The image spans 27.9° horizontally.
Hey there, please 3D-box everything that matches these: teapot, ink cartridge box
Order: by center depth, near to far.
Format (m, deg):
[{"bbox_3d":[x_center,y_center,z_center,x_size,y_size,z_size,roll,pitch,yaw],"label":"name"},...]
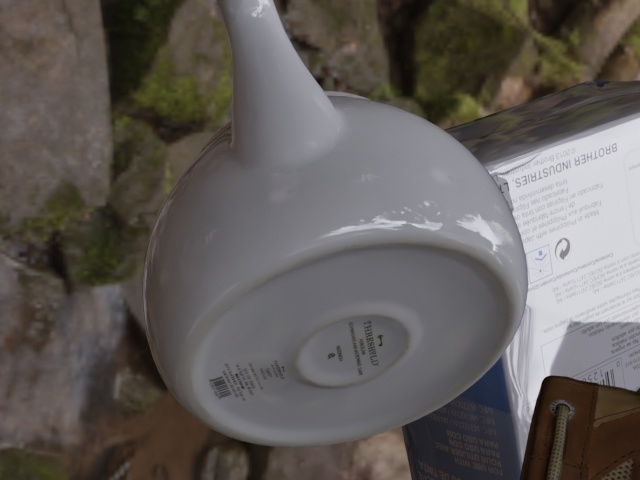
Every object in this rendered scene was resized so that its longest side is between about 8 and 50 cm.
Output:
[{"bbox_3d":[0.000,0.000,0.817,0.253,0.256,0.187,15,41,-33],"label":"teapot"},{"bbox_3d":[0.200,0.095,1.007,0.270,0.151,0.395,-20,105,-30],"label":"ink cartridge box"}]

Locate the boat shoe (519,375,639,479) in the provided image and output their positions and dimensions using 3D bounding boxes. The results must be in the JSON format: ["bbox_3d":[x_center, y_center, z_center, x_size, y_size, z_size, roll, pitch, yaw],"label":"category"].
[{"bbox_3d":[0.087,0.201,0.557,0.122,0.120,0.324,93,23,-57],"label":"boat shoe"}]
